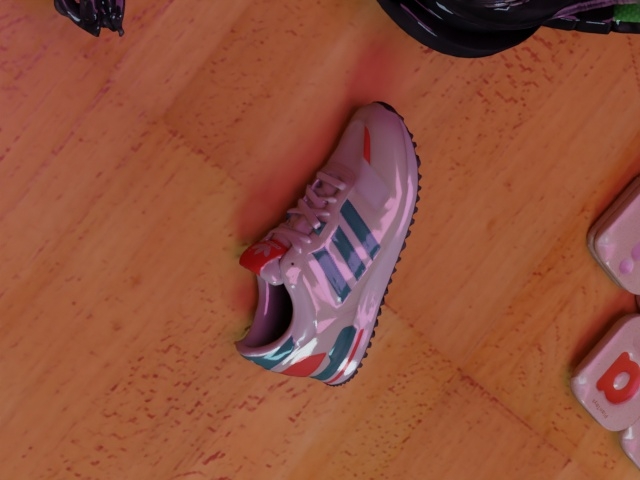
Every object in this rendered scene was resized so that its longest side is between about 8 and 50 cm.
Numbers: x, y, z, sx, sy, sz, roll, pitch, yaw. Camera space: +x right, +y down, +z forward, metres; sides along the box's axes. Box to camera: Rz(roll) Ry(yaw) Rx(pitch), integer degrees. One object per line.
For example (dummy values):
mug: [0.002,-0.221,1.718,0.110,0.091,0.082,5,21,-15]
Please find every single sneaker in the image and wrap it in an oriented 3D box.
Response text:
sneaker: [0.000,0.000,0.864,0.075,0.057,0.161,10,102,-32]

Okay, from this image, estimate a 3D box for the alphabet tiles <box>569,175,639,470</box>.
alphabet tiles: [0.294,0.042,1.033,0.278,0.021,0.284,-48,117,-8]

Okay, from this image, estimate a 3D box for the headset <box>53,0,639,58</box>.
headset: [0.076,-0.159,0.767,0.394,0.243,0.185,8,72,2]
